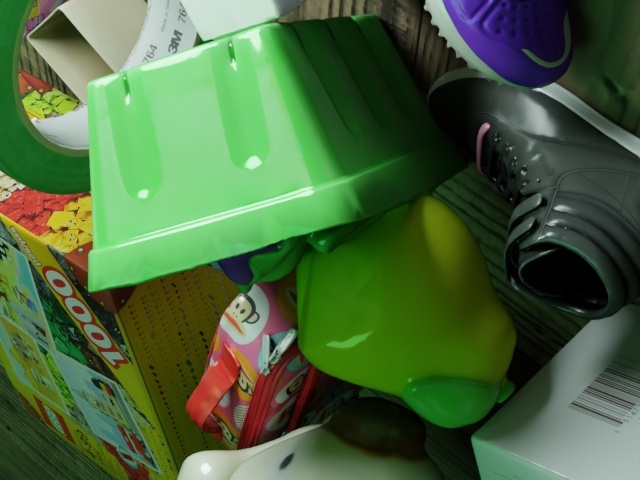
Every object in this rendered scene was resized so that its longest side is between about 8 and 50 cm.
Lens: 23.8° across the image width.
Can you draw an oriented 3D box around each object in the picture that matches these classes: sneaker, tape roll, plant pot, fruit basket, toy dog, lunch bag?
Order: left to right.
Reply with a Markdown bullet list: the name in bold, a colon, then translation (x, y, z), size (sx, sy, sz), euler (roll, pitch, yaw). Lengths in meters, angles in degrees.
- **tape roll**: translation (-0.220, -0.203, 1.441), size (0.077, 0.321, 0.321), euler (29, 143, 32)
- **plant pot**: translation (-0.236, -0.223, 1.659), size (0.109, 0.096, 0.109), euler (50, 150, -12)
- **lunch bag**: translation (-0.028, 0.113, 1.581), size (0.120, 0.258, 0.293), euler (48, 152, 18)
- **fruit basket**: translation (0.000, 0.000, 1.295), size (0.282, 0.392, 0.392), euler (-15, 115, 21)
- **toy dog**: translation (0.038, 0.317, 1.441), size (0.395, 0.285, 0.408), euler (11, 157, 19)
- **sneaker**: translation (0.139, -0.246, 1.128), size (0.146, 0.102, 0.293), euler (0, 123, 53)
- **sneaker**: translation (0.173, -0.043, 1.255), size (0.295, 0.147, 0.105), euler (33, 147, 31)

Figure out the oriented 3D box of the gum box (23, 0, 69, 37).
- **gum box**: translation (-0.292, -0.319, 1.628), size (0.062, 0.107, 0.188), euler (44, 149, 14)

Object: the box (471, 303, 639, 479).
- **box**: translation (0.291, 0.265, 1.354), size (0.168, 0.215, 0.345), euler (20, 138, 42)

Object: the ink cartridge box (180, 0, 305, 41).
- **ink cartridge box**: translation (-0.060, -0.332, 1.201), size (0.117, 0.207, 0.283), euler (-6, 118, 53)

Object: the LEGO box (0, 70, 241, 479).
- **LEGO box**: translation (-0.261, 0.082, 1.889), size (0.372, 0.193, 0.500), euler (28, 148, 34)
